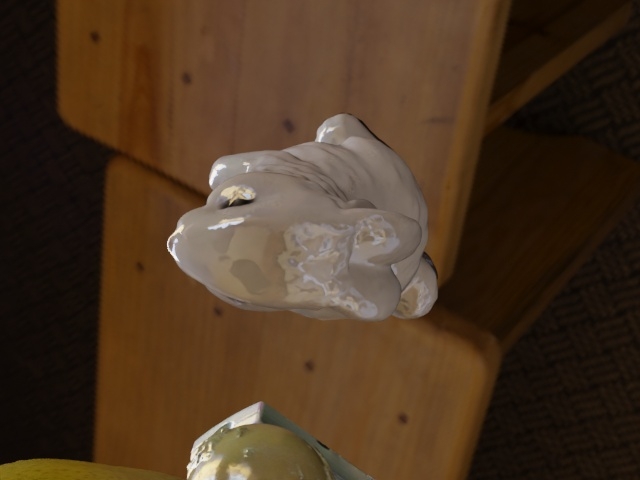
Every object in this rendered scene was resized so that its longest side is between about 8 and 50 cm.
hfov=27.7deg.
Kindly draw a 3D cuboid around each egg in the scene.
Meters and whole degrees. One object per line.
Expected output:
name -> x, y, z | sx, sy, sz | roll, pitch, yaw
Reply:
egg -> -0.066, 0.275, 1.367 | 0.201, 0.164, 0.164 | -128, 14, -73

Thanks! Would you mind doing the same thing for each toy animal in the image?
toy animal -> 0.000, 0.000, 1.221 | 0.258, 0.357, 0.194 | 29, 104, 3

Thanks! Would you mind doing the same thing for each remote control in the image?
remote control -> -0.010, 0.349, 1.799 | 0.145, 0.050, 0.344 | -33, 122, 30

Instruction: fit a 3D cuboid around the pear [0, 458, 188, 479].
pear -> -0.139, 0.251, 0.780 | 0.285, 0.336, 0.285 | 12, 129, 15
